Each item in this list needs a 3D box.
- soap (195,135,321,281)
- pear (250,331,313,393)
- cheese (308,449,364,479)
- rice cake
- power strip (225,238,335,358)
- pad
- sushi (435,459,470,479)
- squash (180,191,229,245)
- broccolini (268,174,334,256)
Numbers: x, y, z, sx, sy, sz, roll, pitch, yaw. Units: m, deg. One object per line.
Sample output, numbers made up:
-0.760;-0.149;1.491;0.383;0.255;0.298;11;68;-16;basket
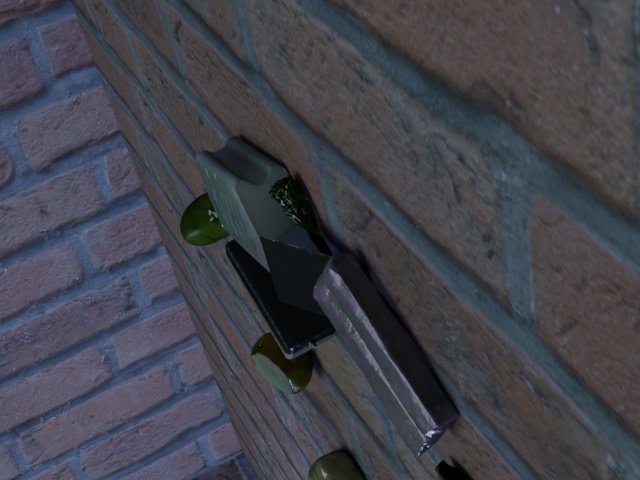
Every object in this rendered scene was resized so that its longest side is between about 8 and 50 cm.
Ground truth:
-0.109;-0.059;1.742;0.289;0.095;0.173;38;151;60;soap
-0.071;0.245;2.130;0.141;0.104;0.141;33;155;17;pear
0.040;0.556;2.290;0.159;0.093;0.263;60;165;11;cheese
0.089;0.158;1.455;0.298;0.050;0.106;57;149;18;rice cake
-0.072;0.094;1.853;0.257;0.105;0.070;57;166;25;power strip
0.001;0.069;1.570;0.211;0.003;0.143;17;137;35;pad
0.194;0.358;1.492;0.083;0.044;0.046;41;154;53;sushi
-0.230;-0.049;2.163;0.107;0.107;0.395;64;164;-1;squash
0.000;0.000;1.583;0.239;0.051;0.054;56;-152;11;broccolini
